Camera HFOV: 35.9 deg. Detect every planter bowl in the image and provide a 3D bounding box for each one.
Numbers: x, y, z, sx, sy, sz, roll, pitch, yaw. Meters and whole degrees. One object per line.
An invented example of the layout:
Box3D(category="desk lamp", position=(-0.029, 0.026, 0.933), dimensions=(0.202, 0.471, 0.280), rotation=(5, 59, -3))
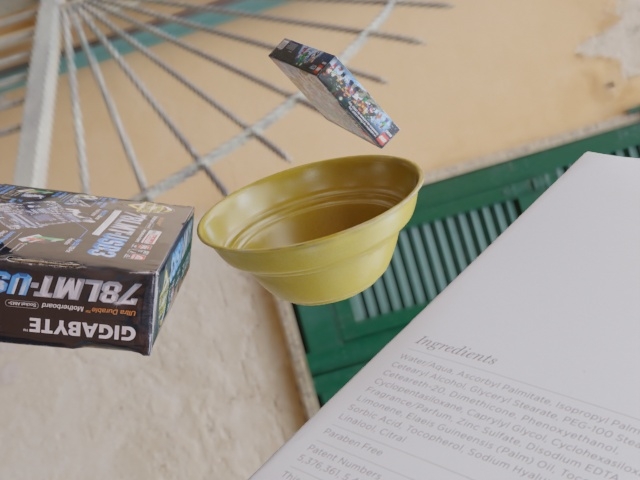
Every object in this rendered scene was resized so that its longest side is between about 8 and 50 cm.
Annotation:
Box3D(category="planter bowl", position=(0.000, 0.000, 0.928), dimensions=(0.217, 0.217, 0.090), rotation=(-98, 173, -68))

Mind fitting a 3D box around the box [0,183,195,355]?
Box3D(category="box", position=(-0.263, 0.008, 0.815), dimensions=(0.295, 0.293, 0.073), rotation=(-102, -160, -78))

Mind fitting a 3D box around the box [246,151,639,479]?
Box3D(category="box", position=(0.125, 0.139, 0.458), dimensions=(0.168, 0.345, 0.215), rotation=(13, -49, 42))

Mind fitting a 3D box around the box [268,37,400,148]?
Box3D(category="box", position=(0.017, -0.235, 1.554), dimensions=(0.159, 0.044, 0.233), rotation=(45, -2, -27))
